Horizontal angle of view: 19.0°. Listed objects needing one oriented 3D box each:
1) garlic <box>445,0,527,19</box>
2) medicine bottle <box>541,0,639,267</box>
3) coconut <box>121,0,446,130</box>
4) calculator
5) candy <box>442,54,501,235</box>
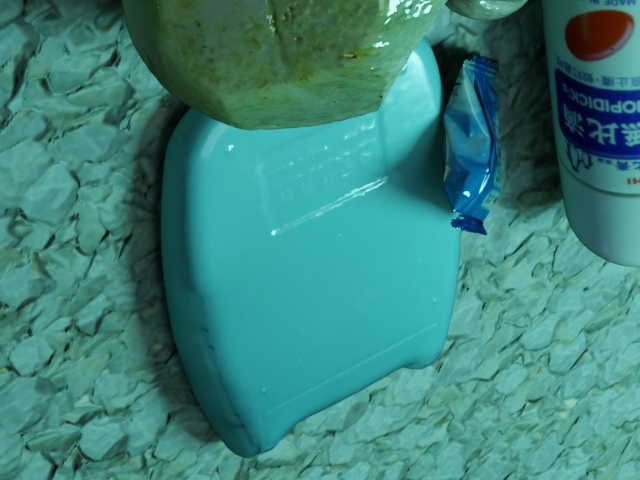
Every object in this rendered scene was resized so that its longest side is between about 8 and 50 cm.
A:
[{"bbox_3d":[0.107,-0.228,1.270,0.102,0.147,0.159,6,92,-27],"label":"garlic"},{"bbox_3d":[0.243,-0.116,1.490,0.130,0.130,0.341,-30,139,-15],"label":"medicine bottle"},{"bbox_3d":[-0.017,-0.178,1.177,0.197,0.237,0.237,24,113,-5],"label":"coconut"},{"bbox_3d":[0.000,0.000,1.452,0.256,0.054,0.386,-26,134,-21],"label":"calculator"},{"bbox_3d":[0.118,-0.073,1.440,0.088,0.038,0.136,8,86,-65],"label":"candy"}]
